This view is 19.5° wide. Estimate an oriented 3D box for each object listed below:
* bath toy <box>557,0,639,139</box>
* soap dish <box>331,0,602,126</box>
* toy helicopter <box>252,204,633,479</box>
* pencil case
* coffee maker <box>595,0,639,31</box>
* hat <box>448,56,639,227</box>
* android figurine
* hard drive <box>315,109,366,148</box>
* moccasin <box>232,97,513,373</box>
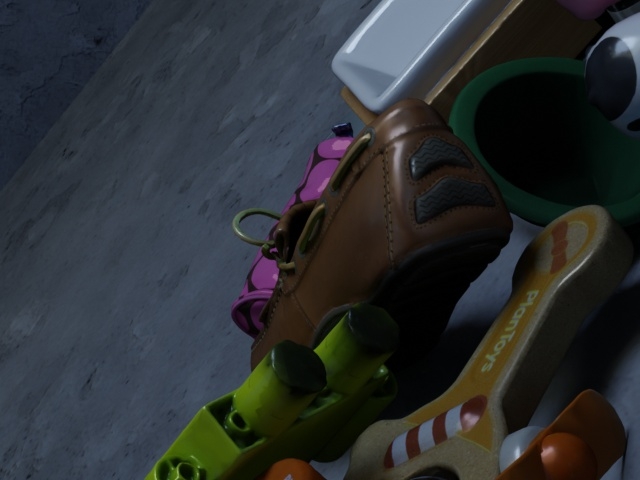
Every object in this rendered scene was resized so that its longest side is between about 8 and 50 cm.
[{"bbox_3d":[0.204,-0.194,1.236,0.151,0.348,0.129,-32,-20,11],"label":"bath toy"},{"bbox_3d":[0.152,-0.200,1.673,0.291,0.118,0.229,-48,19,5],"label":"soap dish"},{"bbox_3d":[0.108,0.113,1.173,0.235,0.140,0.355,-14,37,57],"label":"toy helicopter"},{"bbox_3d":[0.000,0.000,1.687,0.098,0.095,0.209,-2,50,38],"label":"pencil case"},{"bbox_3d":[0.232,-0.210,1.426,0.120,0.178,0.171,-50,19,-4],"label":"coffee maker"},{"bbox_3d":[0.169,-0.022,1.418,0.183,0.173,0.208,98,-179,-45],"label":"hat"},{"bbox_3d":[-0.052,0.154,1.287,0.248,0.056,0.273,-23,-24,-51],"label":"android figurine"},{"bbox_3d":[0.040,-0.097,1.869,0.094,0.022,0.135,-47,19,9],"label":"hard drive"},{"bbox_3d":[0.020,0.018,1.394,0.139,0.147,0.380,-15,-19,-17],"label":"moccasin"}]
